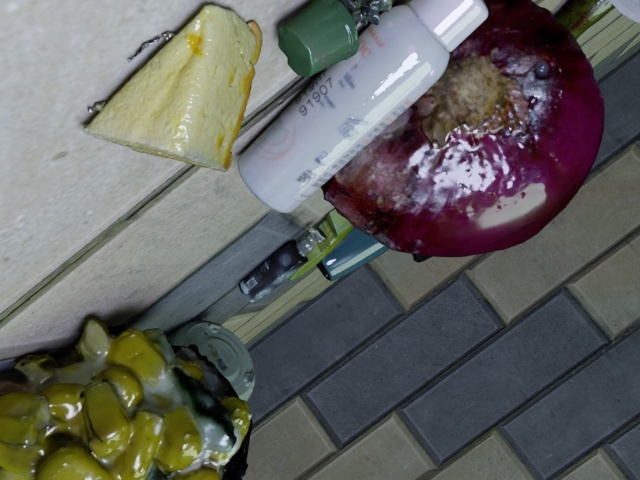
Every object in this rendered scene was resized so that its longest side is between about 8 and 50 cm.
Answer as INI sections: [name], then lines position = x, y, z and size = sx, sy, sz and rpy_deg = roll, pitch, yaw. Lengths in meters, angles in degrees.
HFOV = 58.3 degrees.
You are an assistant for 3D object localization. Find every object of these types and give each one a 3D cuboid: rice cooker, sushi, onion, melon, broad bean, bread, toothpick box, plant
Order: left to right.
[sushi]
position = -0.239, 0.252, 0.738
size = 0.329, 0.328, 0.285
rpy_deg = -30, 158, -34
[bread]
position = -0.096, -0.106, 0.379
size = 0.084, 0.080, 0.109
rpy_deg = -6, 112, -75
[rice cooker]
position = -0.276, 0.306, 1.213
size = 0.244, 0.226, 0.226
rpy_deg = -39, 172, 29
[melon]
position = 0.000, 0.000, 1.220
size = 0.209, 0.064, 0.118
rpy_deg = -44, 165, 27
[plant]
position = 0.019, -0.163, 0.426
size = 0.102, 0.051, 0.051
rpy_deg = -39, 173, -18
[toothpick box]
position = 0.069, 0.013, 1.374
size = 0.184, 0.120, 0.120
rpy_deg = -33, 171, -11
[onion]
position = 0.171, -0.107, 0.694
size = 0.337, 0.260, 0.282
rpy_deg = -37, 177, -7
[broad bean]
position = 0.422, -0.366, 0.944
size = 0.077, 0.061, 0.339
rpy_deg = -40, 176, -38

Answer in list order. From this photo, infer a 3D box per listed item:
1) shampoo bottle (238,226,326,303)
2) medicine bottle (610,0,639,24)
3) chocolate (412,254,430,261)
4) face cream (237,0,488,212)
[shampoo bottle]
position = -0.075, 0.045, 1.158
size = 0.208, 0.057, 0.063
rpy_deg = -40, 167, 16
[medicine bottle]
position = 0.517, -0.410, 0.723
size = 0.293, 0.170, 0.170
rpy_deg = -38, 172, -3
[chocolate]
position = 0.236, -0.112, 1.150
size = 0.284, 0.186, 0.283
rpy_deg = -34, 162, -13
[face cream]
position = 0.036, -0.137, 0.541
size = 0.269, 0.082, 0.082
rpy_deg = -41, 171, 21
